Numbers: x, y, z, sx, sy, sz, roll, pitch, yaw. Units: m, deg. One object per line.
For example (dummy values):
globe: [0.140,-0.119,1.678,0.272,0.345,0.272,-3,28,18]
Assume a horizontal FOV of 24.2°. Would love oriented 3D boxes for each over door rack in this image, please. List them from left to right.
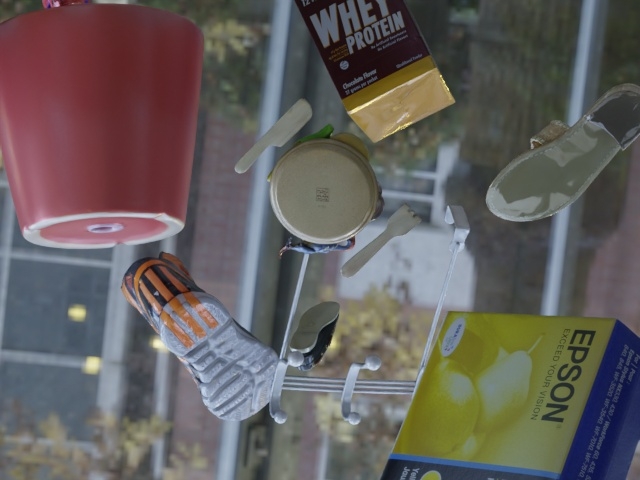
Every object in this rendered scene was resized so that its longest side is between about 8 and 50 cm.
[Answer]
over door rack: [0.068,0.110,2.055,0.240,0.324,0.108,4,-161,-17]

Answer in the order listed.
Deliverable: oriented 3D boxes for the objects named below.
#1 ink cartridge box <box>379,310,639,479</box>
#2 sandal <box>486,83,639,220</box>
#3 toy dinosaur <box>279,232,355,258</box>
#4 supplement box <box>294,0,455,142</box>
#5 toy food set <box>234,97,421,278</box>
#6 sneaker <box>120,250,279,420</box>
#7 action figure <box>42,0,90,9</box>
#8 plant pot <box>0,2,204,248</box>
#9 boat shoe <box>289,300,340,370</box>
ink cartridge box: [0.217,0.217,1.558,0.307,0.303,0.072,-2,142,42]
sandal: [0.303,-0.113,1.788,0.088,0.240,0.079,42,-146,-12]
toy dinosaur: [0.000,0.000,1.894,0.082,0.047,0.090,16,158,-13]
supplement box: [0.071,-0.261,1.996,0.129,0.194,0.191,-26,167,8]
toy food set: [0.008,-0.059,1.679,0.192,0.132,0.038,46,-163,-9]
sneaker: [-0.170,0.120,2.110,0.180,0.125,0.321,47,169,39]
action figure: [-0.329,-0.252,2.033,0.091,0.280,0.139,-16,-163,25]
plant pot: [-0.269,-0.126,1.802,0.275,0.243,0.275,-5,169,-1]
boat shoe: [-0.007,0.131,2.085,0.049,0.042,0.133,2,-147,23]
